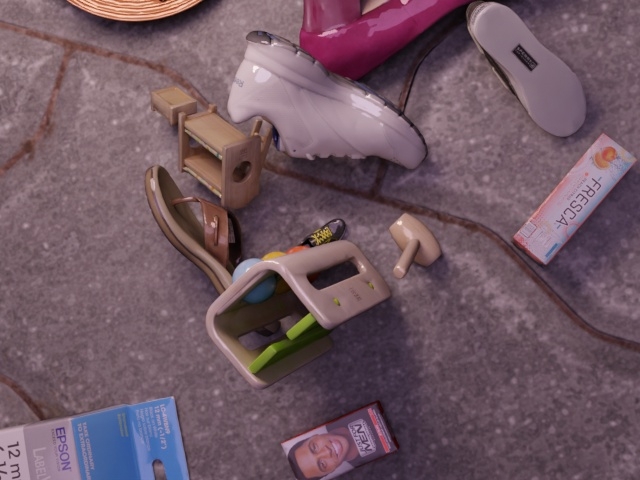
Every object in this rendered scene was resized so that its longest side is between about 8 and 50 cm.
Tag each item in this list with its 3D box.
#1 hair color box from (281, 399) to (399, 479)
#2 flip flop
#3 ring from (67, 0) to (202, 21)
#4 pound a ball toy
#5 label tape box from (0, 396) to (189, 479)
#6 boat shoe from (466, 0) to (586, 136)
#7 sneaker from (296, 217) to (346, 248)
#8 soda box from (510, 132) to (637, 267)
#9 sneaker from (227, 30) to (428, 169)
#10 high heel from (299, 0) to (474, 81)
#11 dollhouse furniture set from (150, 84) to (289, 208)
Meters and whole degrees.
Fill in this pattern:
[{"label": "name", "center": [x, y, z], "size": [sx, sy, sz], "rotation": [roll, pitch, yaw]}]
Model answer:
[{"label": "hair color box", "center": [0.027, 0.274, 1.341], "size": [0.141, 0.043, 0.072], "rotation": [-25, 83, 6]}, {"label": "flip flop", "center": [-0.135, 0.006, 1.351], "size": [0.080, 0.112, 0.277], "rotation": [-40, 85, 10]}, {"label": "ring", "center": [-0.261, -0.473, 1.434], "size": [0.336, 0.032, 0.337], "rotation": [0, 85, 0]}, {"label": "pound a ball toy", "center": [0.008, 0.043, 1.249], "size": [0.208, 0.319, 0.136], "rotation": [-43, 81, 18]}, {"label": "label tape box", "center": [-0.353, 0.366, 1.352], "size": [0.347, 0.115, 0.249], "rotation": [-12, 84, 8]}, {"label": "boat shoe", "center": [0.271, -0.230, 1.321], "size": [0.077, 0.070, 0.219], "rotation": [-40, 112, 8]}, {"label": "sneaker", "center": [0.000, 0.000, 1.372], "size": [0.083, 0.035, 0.031], "rotation": [-39, 82, 3]}, {"label": "soda box", "center": [0.330, -0.051, 1.317], "size": [0.058, 0.063, 0.183], "rotation": [41, 92, 9]}, {"label": "sneaker", "center": [0.008, -0.159, 1.310], "size": [0.297, 0.111, 0.129], "rotation": [25, 101, -24]}, {"label": "high heel", "center": [0.156, -0.309, 1.369], "size": [0.377, 0.127, 0.181], "rotation": [-7, 122, -1]}, {"label": "dollhouse furniture set", "center": [-0.120, -0.145, 1.400], "size": [0.161, 0.101, 0.182], "rotation": [-22, 44, -33]}]
